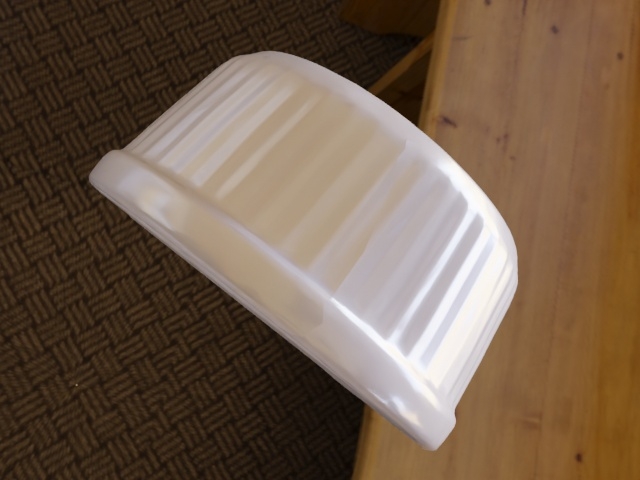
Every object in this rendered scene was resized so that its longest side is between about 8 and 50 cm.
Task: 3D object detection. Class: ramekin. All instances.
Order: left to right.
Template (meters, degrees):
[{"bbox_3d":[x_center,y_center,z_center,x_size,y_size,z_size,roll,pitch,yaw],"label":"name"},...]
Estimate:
[{"bbox_3d":[0.000,0.000,0.467,0.273,0.273,0.127,40,83,-7],"label":"ramekin"}]
